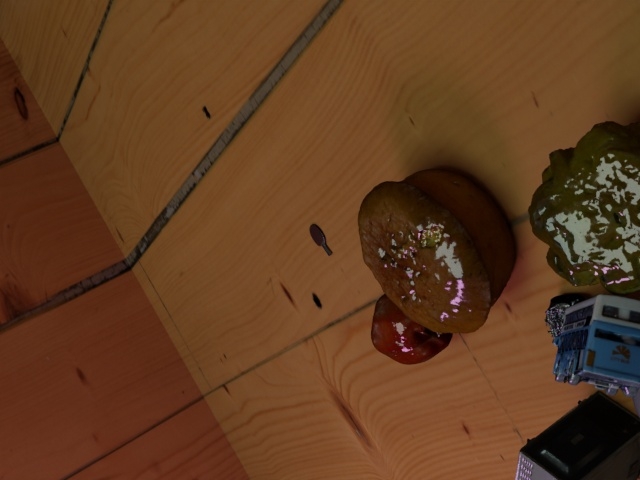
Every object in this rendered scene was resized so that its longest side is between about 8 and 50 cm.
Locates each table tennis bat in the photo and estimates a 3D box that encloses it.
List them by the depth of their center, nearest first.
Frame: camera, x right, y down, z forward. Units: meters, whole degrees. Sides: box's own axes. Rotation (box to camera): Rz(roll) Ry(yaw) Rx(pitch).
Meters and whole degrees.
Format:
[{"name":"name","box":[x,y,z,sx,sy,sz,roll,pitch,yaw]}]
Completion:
[{"name":"table tennis bat","box":[0.000,0.000,2.238,0.083,0.007,0.050,56,150,15]}]

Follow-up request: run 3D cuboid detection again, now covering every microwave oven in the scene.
[{"name":"microwave oven","box":[0.432,0.374,1.658,0.129,0.205,0.163,34,140,40]}]

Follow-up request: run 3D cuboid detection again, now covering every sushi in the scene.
[{"name":"sushi","box":[0.413,0.135,1.636,0.084,0.056,0.083,-4,111,58]}]

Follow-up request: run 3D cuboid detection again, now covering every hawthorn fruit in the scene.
[{"name":"hawthorn fruit","box":[0.188,0.167,1.923,0.194,0.157,0.157,-1,113,66]}]

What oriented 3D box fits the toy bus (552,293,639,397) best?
[{"name":"toy bus","box":[0.413,0.157,1.448,0.106,0.131,0.297,12,175,7]}]

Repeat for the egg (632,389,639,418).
[{"name":"egg","box":[0.527,0.214,1.428,0.146,0.146,0.199,46,157,26]}]

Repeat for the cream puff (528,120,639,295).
[{"name":"cream puff","box":[0.411,-0.043,1.343,0.244,0.196,0.244,37,143,34]}]

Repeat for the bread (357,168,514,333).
[{"name":"bread","box":[0.207,0.015,1.759,0.312,0.172,0.312,37,146,31]}]
